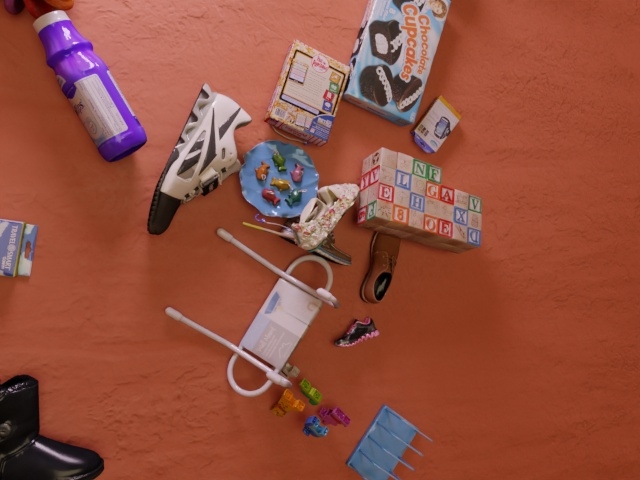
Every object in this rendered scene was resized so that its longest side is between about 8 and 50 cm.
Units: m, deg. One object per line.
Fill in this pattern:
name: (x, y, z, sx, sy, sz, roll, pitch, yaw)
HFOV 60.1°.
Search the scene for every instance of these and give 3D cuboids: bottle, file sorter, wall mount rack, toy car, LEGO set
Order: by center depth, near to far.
toy car: (-0.545, -0.481, 1.021, 0.182, 0.159, 0.136, 14, 126, -12)
bottle: (-0.444, -0.293, 1.064, 0.092, 0.118, 0.282, -34, 104, -27)
wall mount rack: (-0.139, 0.147, 1.196, 0.304, 0.130, 0.350, 28, 79, 17)
LEGO set: (-0.052, 0.375, 1.259, 0.227, 0.093, 0.087, 47, 45, -11)
file sorter: (0.169, 0.510, 1.327, 0.118, 0.104, 0.170, 39, 79, -17)

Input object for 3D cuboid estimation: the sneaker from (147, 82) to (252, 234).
sneaker: (-0.244, -0.147, 1.142, 0.146, 0.122, 0.330, 26, 83, -17)

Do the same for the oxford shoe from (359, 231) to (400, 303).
oxford shoe: (0.158, 0.051, 1.324, 0.076, 0.076, 0.212, 16, 85, -18)

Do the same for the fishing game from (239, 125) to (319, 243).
fishing game: (-0.087, -0.140, 1.221, 0.189, 0.041, 0.264, 21, 73, -17)

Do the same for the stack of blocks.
stack of blocks: (0.241, -0.089, 1.319, 0.297, 0.087, 0.171, 15, 71, -23)

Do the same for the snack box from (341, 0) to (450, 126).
snack box: (0.179, -0.458, 1.321, 0.187, 0.060, 0.322, 19, 85, -20)

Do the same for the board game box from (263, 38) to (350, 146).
board game box: (-0.027, -0.330, 1.246, 0.147, 0.045, 0.193, 22, 78, -19)

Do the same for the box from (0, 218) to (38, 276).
box: (-0.641, 0.007, 1.043, 0.178, 0.042, 0.109, 9, 89, -20)

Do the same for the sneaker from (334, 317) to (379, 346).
sneaker: (0.082, 0.218, 1.320, 0.119, 0.047, 0.057, -16, 91, -26)

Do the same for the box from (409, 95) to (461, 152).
box: (0.285, -0.284, 1.385, 0.081, 0.028, 0.136, 41, 81, -17)

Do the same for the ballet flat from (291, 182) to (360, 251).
ballet flat: (0.014, -0.073, 1.220, 0.077, 0.091, 0.241, 56, 45, -22)

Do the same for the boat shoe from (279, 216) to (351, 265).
boat shoe: (0.000, 0.000, 1.267, 0.183, 0.066, 0.066, 27, 81, -19)

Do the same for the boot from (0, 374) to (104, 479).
boot: (-0.547, 0.366, 1.060, 0.247, 0.094, 0.207, 0, 95, -14)
